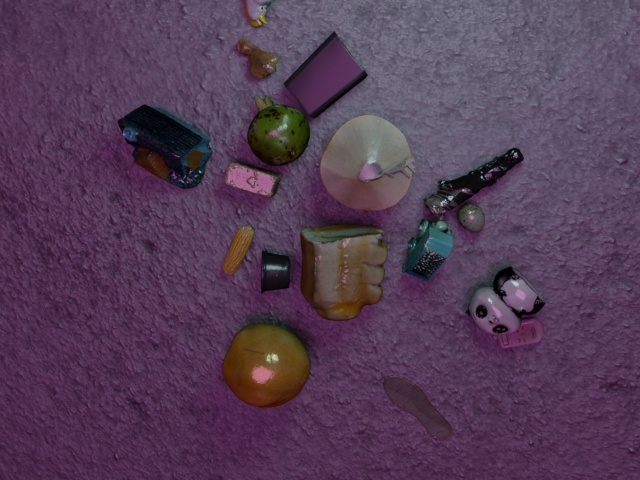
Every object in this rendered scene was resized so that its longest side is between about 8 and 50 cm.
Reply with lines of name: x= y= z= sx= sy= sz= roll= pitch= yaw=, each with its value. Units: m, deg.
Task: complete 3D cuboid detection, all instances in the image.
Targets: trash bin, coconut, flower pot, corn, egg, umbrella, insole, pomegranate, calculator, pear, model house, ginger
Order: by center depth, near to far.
coconut: x=0.149 y=-0.247 z=1.431 sx=0.323 sy=0.323 sz=0.323 roll=1 pitch=103 yaw=5
trash bin: x=0.016 y=-0.532 z=1.474 sx=0.225 sy=0.115 sz=0.165 roll=-38 pitch=98 yaw=16
pomegranate: x=-0.146 y=-0.368 z=1.494 sx=0.211 sy=0.211 sz=0.263 roll=-33 pitch=64 yaw=12
ginger: x=-0.218 y=-0.600 z=1.502 sx=0.165 sy=0.067 sz=0.096 roll=33 pitch=104 yaw=11
umbrella: x=0.507 y=-0.205 z=1.506 sx=0.358 sy=0.113 sz=0.106 roll=-33 pitch=113 yaw=6
model house: x=-0.534 y=-0.299 z=1.515 sx=0.261 sy=0.241 sz=0.226 roll=29 pitch=102 yaw=-2
egg: x=0.519 y=-0.076 z=1.541 sx=0.085 sy=0.085 sz=0.110 roll=-36 pitch=101 yaw=12
flower pot: x=-0.162 y=0.115 z=1.629 sx=0.107 sy=0.157 sz=0.157 roll=2 pitch=104 yaw=-10
pear: x=-0.197 y=0.457 z=1.640 sx=0.314 sy=0.314 sz=0.314 roll=1 pitch=103 yaw=5
calculator: x=0.723 y=0.339 z=1.647 sx=0.175 sy=0.032 sz=0.100 roll=-13 pitch=102 yaw=9
corn: x=-0.304 y=0.035 z=1.657 sx=0.067 sy=0.067 sz=0.206 roll=28 pitch=105 yaw=-1
insole: x=0.383 y=0.656 z=1.767 sx=0.119 sy=0.009 sz=0.348 roll=-42 pitch=96 yaw=12

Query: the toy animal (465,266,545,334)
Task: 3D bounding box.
toy animal: x=0.633 y=0.221 z=1.559 sx=0.235 sy=0.165 sz=0.187 roll=-44 pitch=83 yaw=14

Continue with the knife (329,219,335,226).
knife: x=0.000 y=0.000 z=1.643 sx=0.026 sy=0.022 sz=0.184 roll=46 pitch=105 yaw=21

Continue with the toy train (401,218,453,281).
toy train: x=0.365 y=0.033 z=1.526 sx=0.112 sy=0.163 sz=0.203 roll=21 pitch=130 yaw=-3

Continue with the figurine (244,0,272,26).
figurine: x=-0.214 y=-0.786 z=1.452 sx=0.130 sy=0.109 sz=0.178 roll=-28 pitch=100 yaw=38

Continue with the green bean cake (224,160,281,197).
green bean cake: x=-0.234 y=-0.215 z=1.570 sx=0.179 sy=0.109 sz=0.085 roll=18 pitch=105 yaw=2

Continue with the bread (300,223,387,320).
bread: x=0.071 y=0.106 z=1.569 sx=0.301 sy=0.210 sz=0.341 roll=-8 pitch=110 yaw=-15
